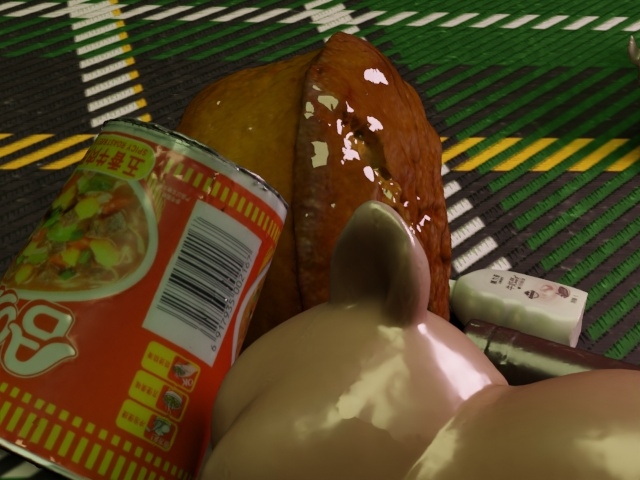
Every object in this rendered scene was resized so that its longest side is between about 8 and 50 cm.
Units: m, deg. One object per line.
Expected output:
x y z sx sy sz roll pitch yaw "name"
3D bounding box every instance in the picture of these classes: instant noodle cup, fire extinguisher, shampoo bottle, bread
-0.124 0.044 1.003 0.193 0.212 0.193 24 -11 5 "instant noodle cup"
0.226 0.134 1.212 0.267 0.072 0.089 16 55 18 "fire extinguisher"
0.146 0.052 1.380 0.152 0.045 0.077 13 28 15 "shampoo bottle"
-0.002 0.001 1.205 0.172 0.312 0.312 -4 23 17 "bread"

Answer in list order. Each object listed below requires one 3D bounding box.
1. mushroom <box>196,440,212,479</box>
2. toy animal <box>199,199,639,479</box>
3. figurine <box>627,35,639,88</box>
-0.098 0.145 1.111 0.312 0.081 0.100 25 39 25 "mushroom"
0.082 0.142 0.891 0.326 0.237 0.269 -10 56 9 "toy animal"
0.454 -0.242 1.831 0.226 0.274 0.394 10 9 4 "figurine"
